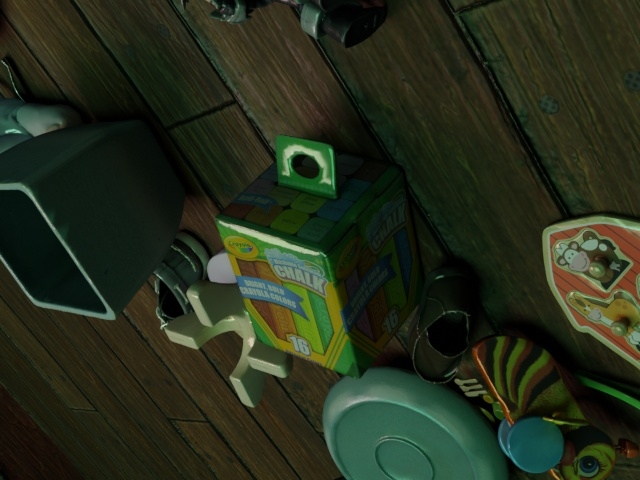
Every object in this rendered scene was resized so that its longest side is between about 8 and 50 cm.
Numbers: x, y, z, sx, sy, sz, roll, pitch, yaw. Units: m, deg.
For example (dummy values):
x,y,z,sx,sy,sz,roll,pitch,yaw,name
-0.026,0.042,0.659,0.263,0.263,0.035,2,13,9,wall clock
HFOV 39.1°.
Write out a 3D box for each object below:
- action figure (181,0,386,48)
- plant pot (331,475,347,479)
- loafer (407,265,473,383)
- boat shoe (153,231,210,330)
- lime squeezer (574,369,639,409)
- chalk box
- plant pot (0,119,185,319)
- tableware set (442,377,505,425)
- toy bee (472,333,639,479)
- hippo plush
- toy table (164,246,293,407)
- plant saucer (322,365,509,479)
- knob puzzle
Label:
x,y,z,sx,sy,sz,roll,pitch,yaw,name
-0.070,-0.300,0.973,0.285,0.099,0.185,31,153,24,action figure
0.086,0.529,1.610,0.293,0.293,0.196,-12,92,52,plant pot
0.159,0.129,1.200,0.080,0.078,0.220,-1,136,2,loafer
-0.270,0.107,1.637,0.116,0.099,0.319,35,146,12,boat shoe
0.431,0.170,1.022,0.310,0.058,0.110,-32,70,57,lime squeezer
0.000,0.000,1.154,0.180,0.179,0.289,16,139,34,chalk box
-0.362,-0.060,1.403,0.247,0.252,0.248,3,130,44,plant pot
0.216,0.238,1.342,0.104,0.024,0.154,48,146,-13,tableware set
0.310,0.248,1.151,0.195,0.162,0.298,-105,-3,-74,toy bee
-0.531,-0.126,1.522,0.234,0.236,0.294,-4,125,49,hippo plush
-0.113,0.126,1.436,0.274,0.161,0.252,0,128,45,toy table
0.136,0.337,1.406,0.317,0.044,0.318,17,128,23,plant saucer
0.323,0.050,0.988,0.213,0.030,0.213,27,138,27,knob puzzle
